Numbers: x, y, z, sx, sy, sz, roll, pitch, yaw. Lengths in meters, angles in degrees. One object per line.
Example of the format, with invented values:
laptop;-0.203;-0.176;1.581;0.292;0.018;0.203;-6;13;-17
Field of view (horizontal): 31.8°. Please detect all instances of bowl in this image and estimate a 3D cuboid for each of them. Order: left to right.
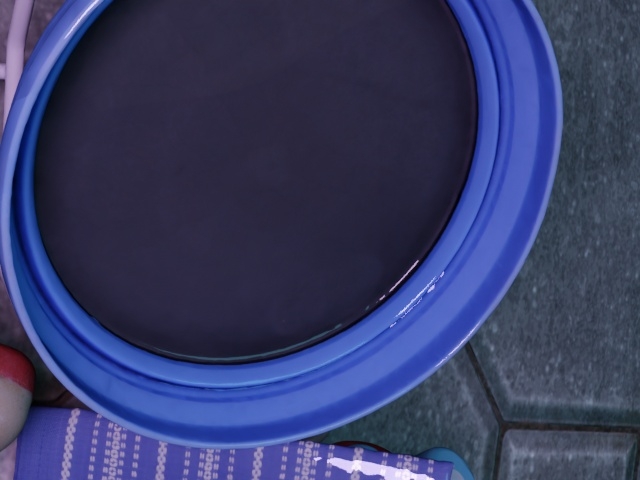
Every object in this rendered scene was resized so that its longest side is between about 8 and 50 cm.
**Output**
bowl;-0.022;-0.042;0.754;0.391;0.077;0.391;-12;122;-20

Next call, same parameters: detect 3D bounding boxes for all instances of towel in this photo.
towel;-0.081;0.260;0.839;0.040;0.336;0.243;8;88;-81

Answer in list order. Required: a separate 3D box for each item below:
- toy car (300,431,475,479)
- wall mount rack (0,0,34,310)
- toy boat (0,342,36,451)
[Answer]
toy car;-0.017;0.168;0.991;0.210;0.219;0.238;13;56;-46
wall mount rack;-0.108;-0.101;0.797;0.350;0.130;0.304;-2;114;-26
toy boat;-0.290;0.053;0.735;0.231;0.151;0.151;44;35;-38
